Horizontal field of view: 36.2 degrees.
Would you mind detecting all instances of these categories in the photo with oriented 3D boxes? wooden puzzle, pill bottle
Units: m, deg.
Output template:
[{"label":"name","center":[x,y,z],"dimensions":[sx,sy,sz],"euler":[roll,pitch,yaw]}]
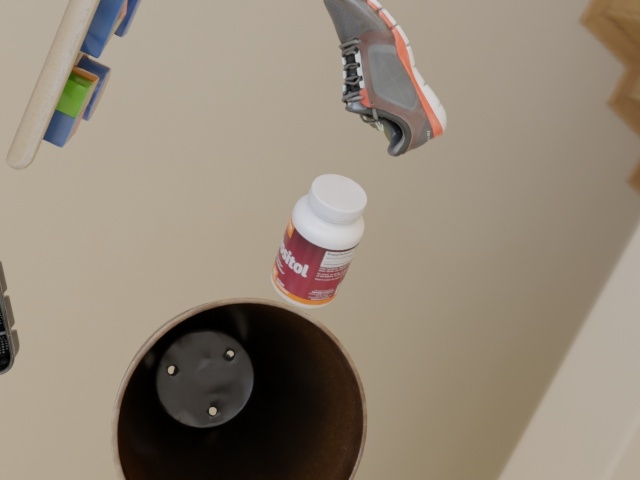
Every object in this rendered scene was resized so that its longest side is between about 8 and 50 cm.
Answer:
[{"label":"wooden puzzle","center":[-0.332,-0.278,1.407],"dimensions":[0.080,0.322,0.348],"euler":[23,-163,-14]},{"label":"pill bottle","center":[0.000,0.000,1.133],"dimensions":[0.086,0.152,0.086],"euler":[12,-140,-11]}]

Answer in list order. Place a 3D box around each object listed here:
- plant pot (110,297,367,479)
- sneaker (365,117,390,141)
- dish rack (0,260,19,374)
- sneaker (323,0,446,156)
[{"label":"plant pot","center":[-0.093,0.148,0.915],"dimensions":[0.215,0.215,0.230],"euler":[29,175,-15]},{"label":"sneaker","center":[0.107,-0.182,1.476],"dimensions":[0.086,0.064,0.192],"euler":[-4,-161,22]},{"label":"dish rack","center":[-0.565,0.097,1.374],"dimensions":[0.271,0.208,0.074],"euler":[-9,-173,4]},{"label":"sneaker","center":[0.041,-0.135,0.794],"dimensions":[0.158,0.065,0.061],"euler":[54,170,-15]}]
